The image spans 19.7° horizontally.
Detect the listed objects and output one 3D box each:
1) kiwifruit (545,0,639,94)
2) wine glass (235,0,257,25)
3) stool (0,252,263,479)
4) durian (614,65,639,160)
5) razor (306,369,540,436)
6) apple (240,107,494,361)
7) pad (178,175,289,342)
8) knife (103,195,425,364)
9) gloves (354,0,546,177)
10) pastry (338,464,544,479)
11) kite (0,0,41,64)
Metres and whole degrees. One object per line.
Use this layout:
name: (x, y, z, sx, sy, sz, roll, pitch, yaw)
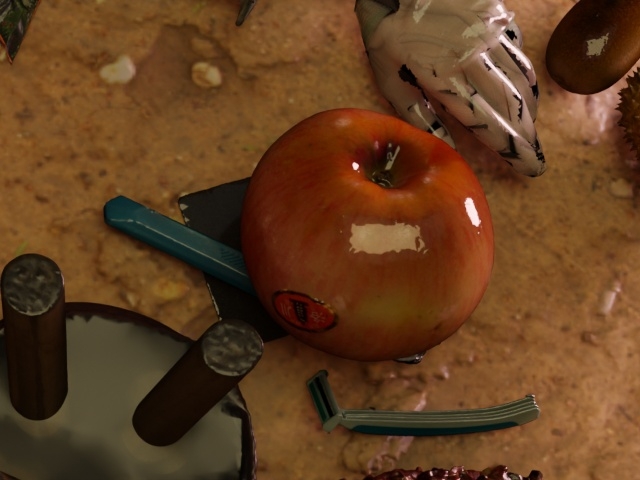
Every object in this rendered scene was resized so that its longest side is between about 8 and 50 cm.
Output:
kiwifruit: (0.249, -0.180, 1.629, 0.075, 0.075, 0.124, 44, 71, 4)
wine glass: (-0.117, -0.250, 1.568, 0.155, 0.073, 0.073, 30, 67, -4)
stool: (-0.168, 0.153, 1.351, 0.272, 0.178, 0.272, 5, 68, -12)
durian: (0.347, -0.095, 1.592, 0.158, 0.137, 0.168, -26, 69, 1)
razor: (0.085, 0.141, 1.495, 0.191, 0.037, 0.068, 4, 28, -17)
apple: (0.037, -0.005, 1.441, 0.209, 0.164, 0.209, 12, 44, -12)
pad: (0.000, 0.000, 1.541, 0.211, 0.003, 0.143, -16, 75, -18)
knife: (-0.041, 0.033, 1.504, 0.296, 0.026, 0.044, 26, 55, -1)
gloves: (0.122, -0.143, 1.570, 0.127, 0.111, 0.212, -37, 76, -25)
pastry: (0.103, 0.231, 1.432, 0.208, 0.097, 0.115, -1, 78, -13)
kite: (-0.280, -0.262, 1.562, 0.183, 0.014, 0.241, -18, 77, -18)
